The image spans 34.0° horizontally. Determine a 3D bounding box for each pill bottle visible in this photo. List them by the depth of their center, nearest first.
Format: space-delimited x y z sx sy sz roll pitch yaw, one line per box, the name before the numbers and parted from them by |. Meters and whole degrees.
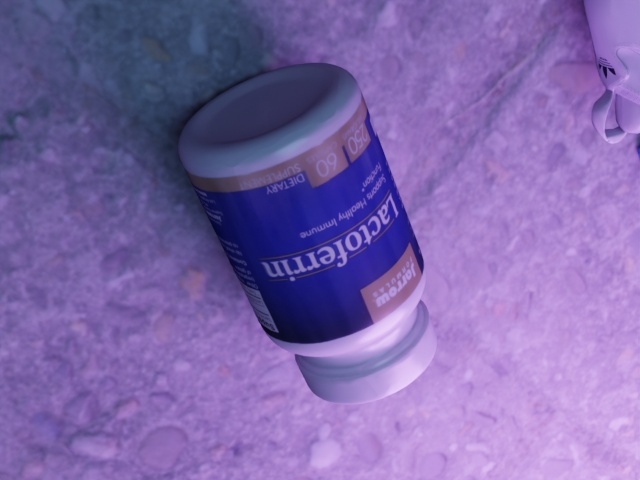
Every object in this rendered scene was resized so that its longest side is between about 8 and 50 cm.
pill bottle | 0.000 0.000 0.873 0.153 0.153 0.265 -28 119 -8

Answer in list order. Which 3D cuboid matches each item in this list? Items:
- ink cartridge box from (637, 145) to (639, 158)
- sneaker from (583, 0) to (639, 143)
ink cartridge box | 0.427 -0.037 1.056 0.148 0.086 0.203 -32 120 -5
sneaker | 0.399 -0.210 0.948 0.366 0.137 0.210 -12 116 -10
